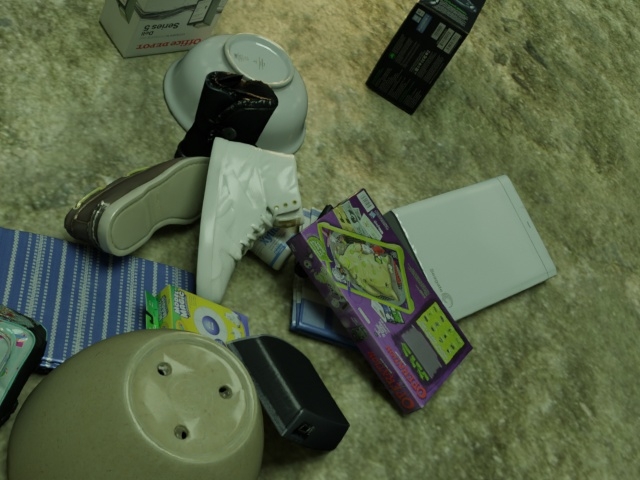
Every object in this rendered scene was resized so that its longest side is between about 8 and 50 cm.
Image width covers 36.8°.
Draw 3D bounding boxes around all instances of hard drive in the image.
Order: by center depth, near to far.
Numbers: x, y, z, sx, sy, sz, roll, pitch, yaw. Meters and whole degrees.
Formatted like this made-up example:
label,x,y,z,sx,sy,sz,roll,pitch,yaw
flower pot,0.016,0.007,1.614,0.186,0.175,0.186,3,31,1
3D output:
label,x,y,z,sx,sy,sz,roll,pitch,yaw
hard drive,-0.037,0.217,1.389,0.172,0.054,0.255,56,5,22
hard drive,0.293,0.013,1.852,0.353,0.047,0.233,-18,79,-40

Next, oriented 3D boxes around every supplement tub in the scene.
label,x,y,z,sx,sy,sz,roll,pitch,yaw
supplement tub,-0.094,-0.006,1.651,0.107,0.071,0.071,37,43,3

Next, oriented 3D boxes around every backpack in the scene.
label,x,y,z,sx,sy,sz,roll,pitch,yaw
backpack,-0.469,0.142,1.215,0.188,0.165,0.144,28,-1,4

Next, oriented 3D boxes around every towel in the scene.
label,x,y,z,sx,sy,sz,roll,pitch,yaw
towel,-0.348,0.106,1.428,0.336,0.040,0.243,15,44,-23
towel,0.047,0.073,1.694,0.209,0.034,0.285,19,45,-16

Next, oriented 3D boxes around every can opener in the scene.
label,x,y,z,sx,sy,sz,roll,pitch,yaw
can opener,0.000,0.000,1.668,0.059,0.073,0.186,-5,44,21

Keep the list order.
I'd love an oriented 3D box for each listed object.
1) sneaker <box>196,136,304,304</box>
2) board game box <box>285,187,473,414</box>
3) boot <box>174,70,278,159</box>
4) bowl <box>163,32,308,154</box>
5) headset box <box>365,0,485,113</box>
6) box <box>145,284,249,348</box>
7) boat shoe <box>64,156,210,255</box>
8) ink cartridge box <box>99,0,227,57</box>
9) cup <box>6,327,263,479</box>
label,x,y,z,sx,sy,sz,roll,pitch,yaw
sneaker,-0.110,-0.022,1.559,0.169,0.108,0.292,9,71,-6
board game box,0.106,0.096,1.623,0.346,0.056,0.208,56,37,-2
boot,-0.118,-0.170,1.684,0.247,0.207,0.094,27,43,-9
bowl,-0.139,-0.301,1.844,0.298,0.134,0.297,18,45,-18
headset box,0.247,-0.464,2.142,0.131,0.246,0.283,33,43,-2
box,-0.184,0.135,1.449,0.179,0.043,0.105,25,39,-36
boat shoe,-0.278,-0.068,1.567,0.097,0.116,0.324,12,27,25
ink cartridge box,-0.276,-0.487,1.824,0.198,0.273,0.114,-17,65,-40
cup,-0.202,0.240,1.215,0.331,0.237,0.331,16,51,-21
